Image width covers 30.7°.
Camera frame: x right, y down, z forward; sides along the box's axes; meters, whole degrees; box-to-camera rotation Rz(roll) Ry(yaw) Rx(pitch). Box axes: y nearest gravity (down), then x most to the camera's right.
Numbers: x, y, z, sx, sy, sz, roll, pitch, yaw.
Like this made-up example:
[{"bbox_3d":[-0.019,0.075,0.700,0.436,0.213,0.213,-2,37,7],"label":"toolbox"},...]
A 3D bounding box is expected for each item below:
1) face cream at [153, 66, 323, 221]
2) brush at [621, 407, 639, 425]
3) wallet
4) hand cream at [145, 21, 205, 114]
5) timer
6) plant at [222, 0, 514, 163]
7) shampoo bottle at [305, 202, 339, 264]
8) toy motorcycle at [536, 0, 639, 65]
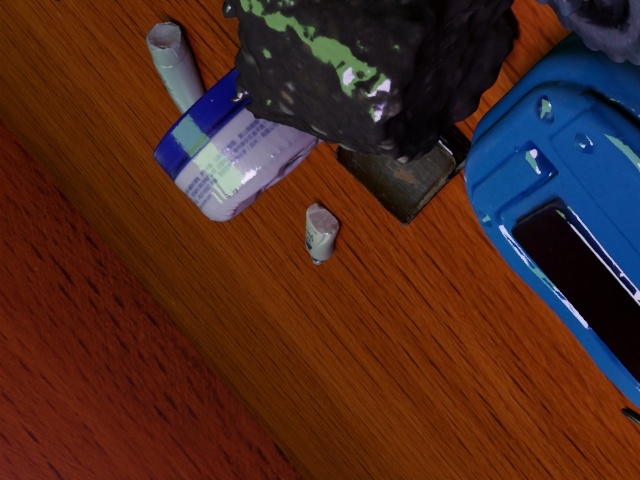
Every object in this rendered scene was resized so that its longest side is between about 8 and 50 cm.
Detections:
[{"bbox_3d":[-0.064,-0.115,1.209,0.111,0.206,0.206,49,161,0],"label":"face cream"},{"bbox_3d":[0.340,0.194,1.183,0.083,0.008,0.024,35,159,38],"label":"brush"},{"bbox_3d":[0.080,-0.091,1.206,0.122,0.031,0.232,45,163,3],"label":"wallet"},{"bbox_3d":[-0.182,-0.206,1.558,0.078,0.050,0.205,39,163,28],"label":"hand cream"},{"bbox_3d":[0.257,0.010,0.869,0.340,0.115,0.309,49,164,2],"label":"timer"},{"bbox_3d":[0.005,-0.194,0.930,0.276,0.188,0.199,40,158,26],"label":"plant"},{"bbox_3d":[0.000,0.000,1.554,0.049,0.034,0.141,39,161,14],"label":"shampoo bottle"},{"bbox_3d":[0.058,-0.267,0.698,0.416,0.172,0.232,48,169,35],"label":"toy motorcycle"}]
